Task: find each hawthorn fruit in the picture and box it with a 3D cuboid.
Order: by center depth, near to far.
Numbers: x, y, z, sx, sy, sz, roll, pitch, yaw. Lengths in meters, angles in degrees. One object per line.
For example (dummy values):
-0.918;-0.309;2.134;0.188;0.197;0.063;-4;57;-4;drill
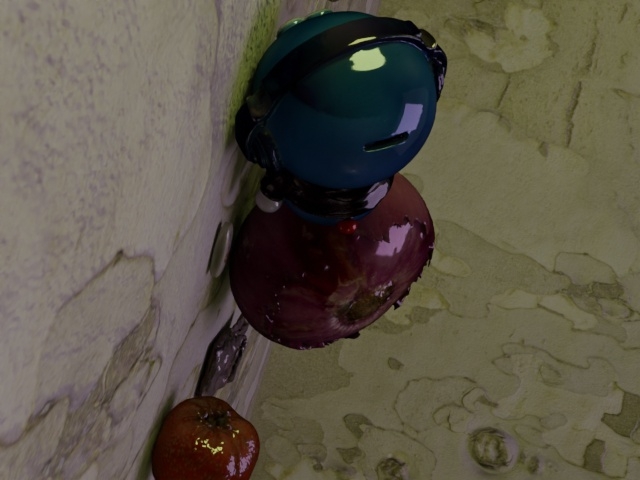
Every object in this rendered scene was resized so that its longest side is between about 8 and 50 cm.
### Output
-0.203;0.362;1.180;0.285;0.165;0.165;-55;-173;28;hawthorn fruit

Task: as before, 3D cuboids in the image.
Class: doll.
0.024;-0.158;1.023;0.240;0.284;0.310;59;-21;28;doll

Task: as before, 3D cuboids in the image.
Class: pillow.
-0.183;0.231;1.515;0.248;0.049;0.135;-48;160;-78;pillow

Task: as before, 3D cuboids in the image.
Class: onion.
0.005;0.015;1.337;0.345;0.358;0.358;35;-67;48;onion

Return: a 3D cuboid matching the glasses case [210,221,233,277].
-0.140;0.013;1.113;0.032;0.021;0.083;-64;171;-66;glasses case
